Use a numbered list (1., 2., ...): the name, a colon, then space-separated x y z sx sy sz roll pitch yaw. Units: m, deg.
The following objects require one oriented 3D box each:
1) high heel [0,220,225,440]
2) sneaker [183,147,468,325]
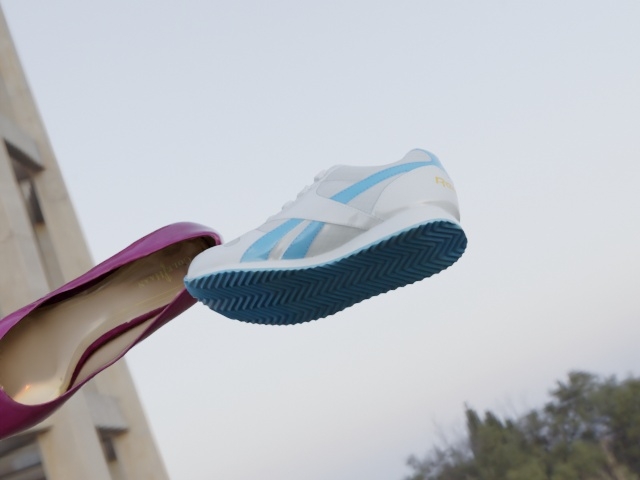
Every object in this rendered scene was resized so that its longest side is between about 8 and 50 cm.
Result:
1. high heel: -0.272 0.097 1.040 0.377 0.127 0.181 -40 2 -20
2. sneaker: 0.000 0.000 0.752 0.229 0.092 0.087 -17 -39 15
